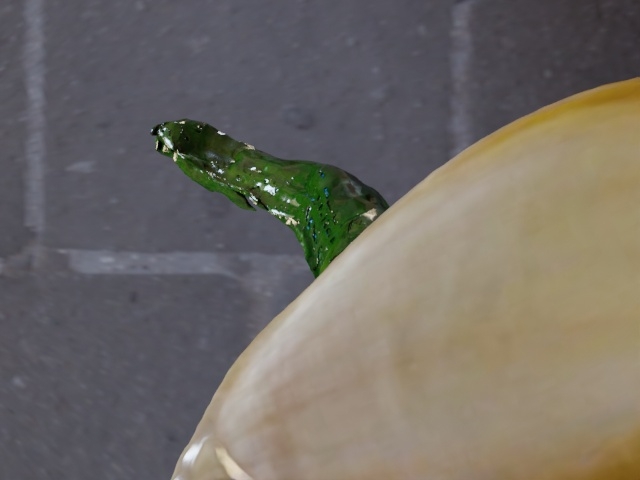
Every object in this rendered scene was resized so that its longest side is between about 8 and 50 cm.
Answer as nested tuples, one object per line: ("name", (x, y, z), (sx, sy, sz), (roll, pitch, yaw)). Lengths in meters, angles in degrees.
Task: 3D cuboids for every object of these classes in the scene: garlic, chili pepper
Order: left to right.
("chili pepper", (0.001, 0.000, 1.140), (0.122, 0.279, 0.065), (-10, 123, -23))
("garlic", (0.096, 0.098, 0.614), (0.313, 0.249, 0.286), (-30, 83, 18))
